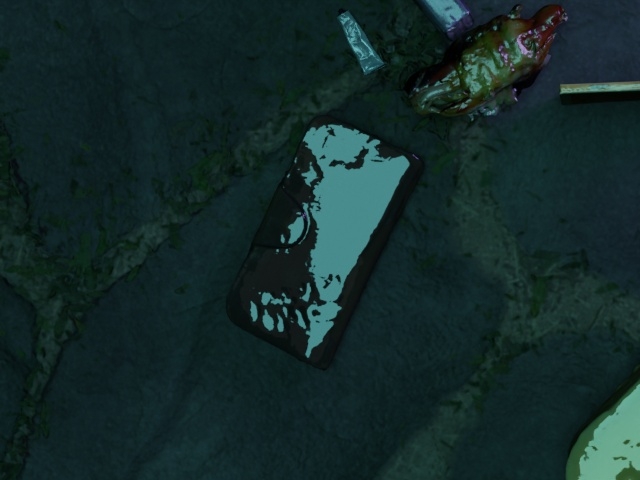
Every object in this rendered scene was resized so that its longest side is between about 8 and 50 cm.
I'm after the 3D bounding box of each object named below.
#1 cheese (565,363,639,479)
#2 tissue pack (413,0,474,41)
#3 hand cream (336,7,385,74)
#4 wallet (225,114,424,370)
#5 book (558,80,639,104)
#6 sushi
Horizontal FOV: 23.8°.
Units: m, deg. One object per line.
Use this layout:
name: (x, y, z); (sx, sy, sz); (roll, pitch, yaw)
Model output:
cheese: (0.533, 0.257, 1.850); (0.384, 0.104, 0.384); (0, 91, 12)
tissue pack: (0.128, -0.325, 1.899); (0.051, 0.112, 0.156); (-39, 85, 9)
hand cream: (0.049, -0.260, 1.968); (0.030, 0.019, 0.093); (-29, 94, 8)
wallet: (0.000, 0.000, 1.972); (0.165, 0.042, 0.309); (27, 97, 7)
book: (0.410, -0.181, 1.824); (0.242, 0.170, 0.018); (-1, 91, 10)
sushi: (0.217, -0.214, 1.899); (0.226, 0.103, 0.097); (-34, 59, 12)
